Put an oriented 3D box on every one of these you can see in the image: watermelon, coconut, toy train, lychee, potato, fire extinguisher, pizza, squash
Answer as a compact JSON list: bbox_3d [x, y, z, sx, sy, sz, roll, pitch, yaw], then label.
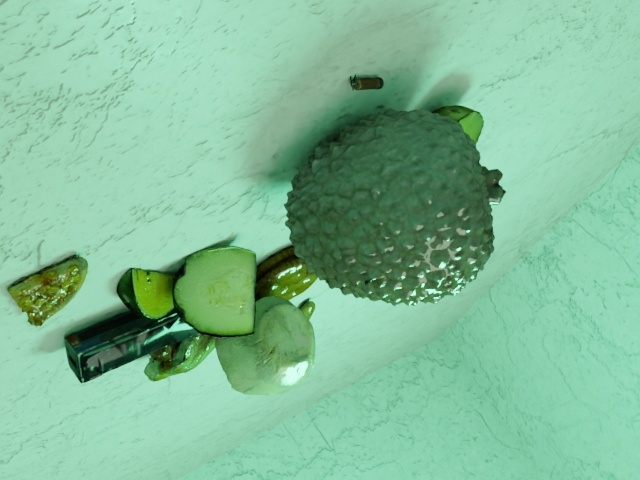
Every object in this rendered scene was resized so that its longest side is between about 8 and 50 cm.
[{"bbox_3d":[-0.333,0.114,1.547,0.092,0.075,0.181,-42,159,10],"label":"watermelon"},{"bbox_3d":[-0.132,0.257,1.832,0.227,0.227,0.230,-19,168,-39],"label":"coconut"},{"bbox_3d":[-0.336,0.172,1.660,0.409,0.089,0.086,-23,132,-34],"label":"toy train"},{"bbox_3d":[0.146,-0.062,1.506,0.432,0.380,0.380,-12,160,-1],"label":"lychee"},{"bbox_3d":[-0.044,0.212,2.335,0.045,0.046,0.092,-4,137,-30],"label":"potato"},{"bbox_3d":[0.078,-0.279,1.379,0.083,0.022,0.028,-14,114,-46],"label":"fire extinguisher"},{"bbox_3d":[0.250,-0.198,1.731,0.160,0.111,0.272,-27,147,-44],"label":"potato"},{"bbox_3d":[-0.462,0.088,1.316,0.178,0.041,0.131,-39,159,13],"label":"pizza"},{"bbox_3d":[-0.230,0.106,1.626,0.184,0.192,0.085,4,174,-28],"label":"squash"}]

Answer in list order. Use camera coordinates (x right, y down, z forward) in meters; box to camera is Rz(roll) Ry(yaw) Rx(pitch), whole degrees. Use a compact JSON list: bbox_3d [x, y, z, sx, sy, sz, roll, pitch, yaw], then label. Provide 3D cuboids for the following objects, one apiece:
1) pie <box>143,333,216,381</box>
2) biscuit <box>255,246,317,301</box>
[{"bbox_3d":[-0.303,0.236,1.861,0.257,0.105,0.274,-35,164,-29],"label":"pie"},{"bbox_3d":[-0.097,0.095,1.925,0.220,0.066,0.220,-28,158,-12],"label":"biscuit"}]
